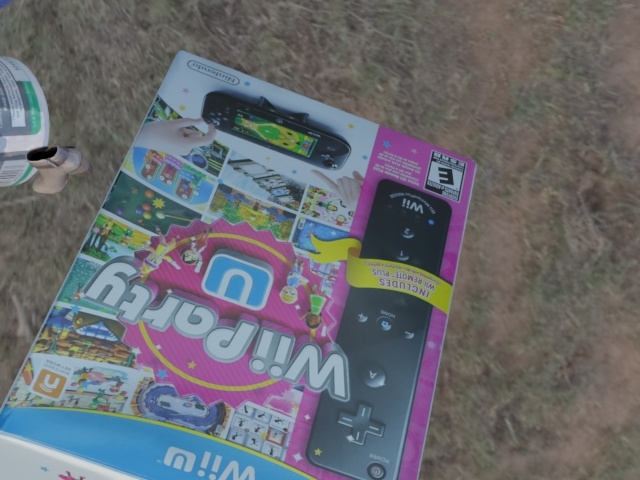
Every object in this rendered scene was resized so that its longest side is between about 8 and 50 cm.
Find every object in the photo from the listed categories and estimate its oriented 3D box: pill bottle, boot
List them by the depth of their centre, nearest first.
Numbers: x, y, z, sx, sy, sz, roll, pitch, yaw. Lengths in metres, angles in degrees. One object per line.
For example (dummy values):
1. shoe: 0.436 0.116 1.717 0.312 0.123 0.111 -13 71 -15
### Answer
1. boot: -0.380 -0.103 1.456 0.118 0.042 0.087 -19 157 22
2. pill bottle: -0.588 -0.165 1.478 0.361 0.204 0.204 -10 116 -51

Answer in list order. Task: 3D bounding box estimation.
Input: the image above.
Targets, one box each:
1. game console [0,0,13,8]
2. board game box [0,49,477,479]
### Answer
1. game console: -0.155 -0.318 0.677 0.173 0.293 0.250 -11 116 21
2. board game box: -0.037 0.045 0.646 0.224 0.303 0.097 20 142 -4
